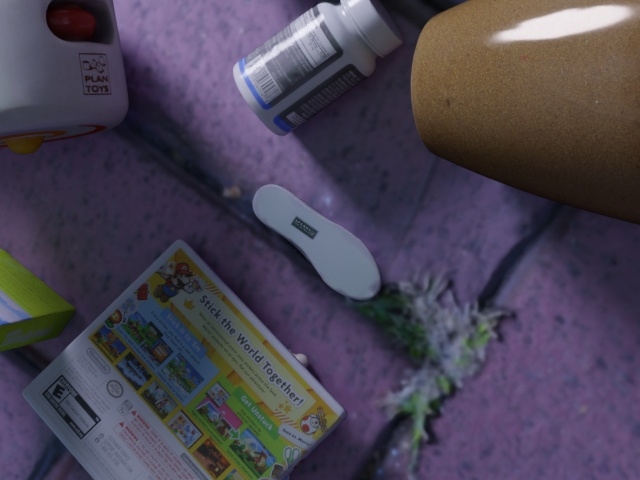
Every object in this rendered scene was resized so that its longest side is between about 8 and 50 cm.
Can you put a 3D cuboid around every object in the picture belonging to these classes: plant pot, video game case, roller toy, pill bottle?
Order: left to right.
[{"bbox_3d":[-0.270,-0.149,1.102,0.191,0.209,0.146,-9,91,-13],"label":"roller toy"},{"bbox_3d":[-0.125,0.147,1.125,0.206,0.026,0.227,-44,74,-1],"label":"video game case"},{"bbox_3d":[-0.001,-0.159,1.087,0.137,0.078,0.078,-34,83,14],"label":"pill bottle"},{"bbox_3d":[0.209,-0.123,0.972,0.254,0.237,0.237,5,94,30],"label":"plant pot"}]

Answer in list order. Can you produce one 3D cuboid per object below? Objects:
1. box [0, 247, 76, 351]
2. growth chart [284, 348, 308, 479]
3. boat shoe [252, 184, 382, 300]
[{"bbox_3d":[-0.309,0.053,1.130,0.109,0.178,0.042,37,102,12],"label":"box"},{"bbox_3d":[-0.102,0.186,1.138,0.172,0.021,0.237,18,82,13],"label":"growth chart"},{"bbox_3d":[0.000,0.000,1.113,0.142,0.040,0.049,41,93,10],"label":"boat shoe"}]
